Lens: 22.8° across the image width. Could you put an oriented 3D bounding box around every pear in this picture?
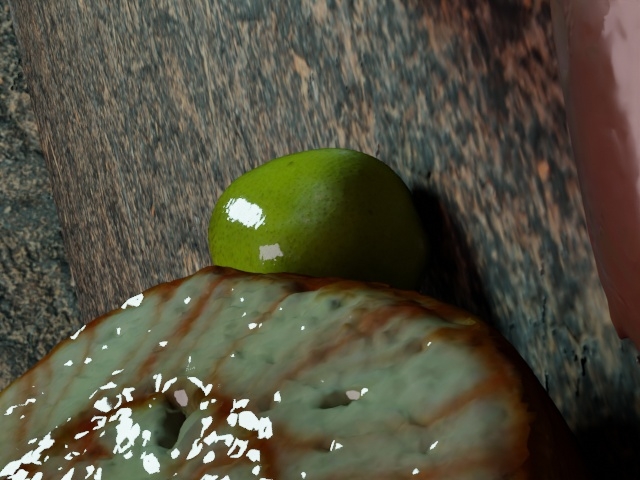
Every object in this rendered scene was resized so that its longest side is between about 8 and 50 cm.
[{"bbox_3d":[0.000,0.000,0.685,0.092,0.097,0.092,24,-90,-85],"label":"pear"}]

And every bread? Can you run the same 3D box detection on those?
[{"bbox_3d":[-0.047,0.136,0.542,0.327,0.295,0.114,1,133,47],"label":"bread"}]

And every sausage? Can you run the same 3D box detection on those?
[{"bbox_3d":[0.090,-0.028,0.349,0.076,0.076,0.141,-163,62,-74],"label":"sausage"}]
